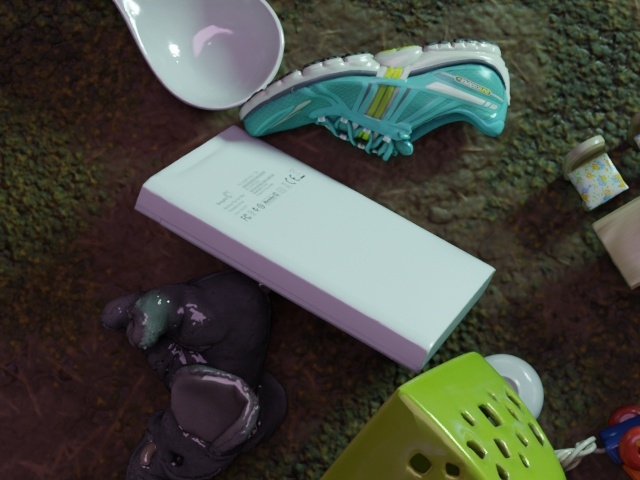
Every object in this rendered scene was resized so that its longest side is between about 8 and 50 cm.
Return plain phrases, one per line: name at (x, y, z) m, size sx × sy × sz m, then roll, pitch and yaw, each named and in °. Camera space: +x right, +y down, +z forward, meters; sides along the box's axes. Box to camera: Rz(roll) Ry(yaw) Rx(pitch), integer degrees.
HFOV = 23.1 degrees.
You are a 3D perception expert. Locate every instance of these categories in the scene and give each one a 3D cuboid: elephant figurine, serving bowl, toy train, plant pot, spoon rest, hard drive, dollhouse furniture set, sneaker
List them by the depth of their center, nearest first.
plant pot at (0.114, 0.257, 1.391) m, size 0.207 × 0.227 × 0.228 m, roll 42°, pitch 108°, yaw 15°
toy train at (0.314, 0.233, 1.479) m, size 0.248 × 0.105 × 0.143 m, roll -24°, pitch 94°, yaw 7°
dollhouse furniture set at (0.382, -0.048, 1.482) m, size 0.242 × 0.161 × 0.212 m, roll -30°, pitch 77°, yaw 0°
hard drive at (0.000, 0.000, 1.508) m, size 0.307 × 0.203 × 0.040 m, roll 30°, pitch 119°, yaw 11°
elephant figurine at (-0.110, 0.157, 1.524) m, size 0.169 × 0.186 × 0.239 m, roll -13°, pitch 88°, yaw -39°
serving bowl at (0.177, 0.151, 1.537) m, size 0.083 × 0.027 × 0.083 m, roll -1°, pitch 79°, yaw 7°
sneaker at (0.054, -0.134, 1.571) m, size 0.275 × 0.107 × 0.110 m, roll -8°, pitch 88°, yaw 4°
spoon rest at (-0.164, -0.238, 1.624) m, size 0.276 × 0.084 × 0.137 m, roll 33°, pitch 85°, yaw 12°
